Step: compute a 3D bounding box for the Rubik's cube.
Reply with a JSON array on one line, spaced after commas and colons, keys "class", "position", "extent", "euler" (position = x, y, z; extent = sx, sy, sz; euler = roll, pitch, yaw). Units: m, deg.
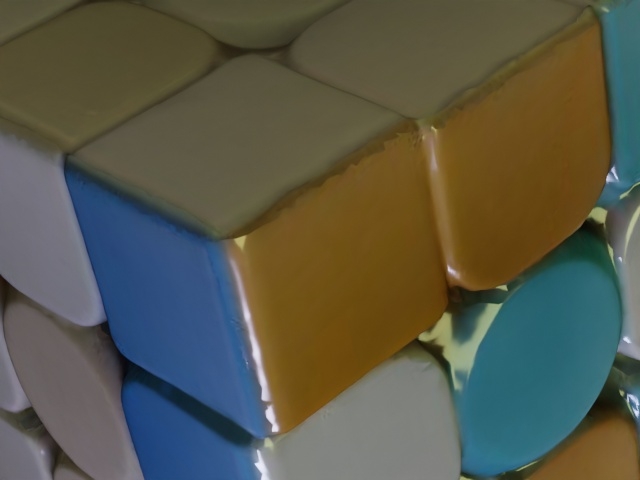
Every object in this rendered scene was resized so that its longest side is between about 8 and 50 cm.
[{"class": "Rubik's cube", "position": [0.000, 0.000, 1.040], "extent": [0.346, 0.347, 0.344], "euler": [-32, 128, -28]}]
